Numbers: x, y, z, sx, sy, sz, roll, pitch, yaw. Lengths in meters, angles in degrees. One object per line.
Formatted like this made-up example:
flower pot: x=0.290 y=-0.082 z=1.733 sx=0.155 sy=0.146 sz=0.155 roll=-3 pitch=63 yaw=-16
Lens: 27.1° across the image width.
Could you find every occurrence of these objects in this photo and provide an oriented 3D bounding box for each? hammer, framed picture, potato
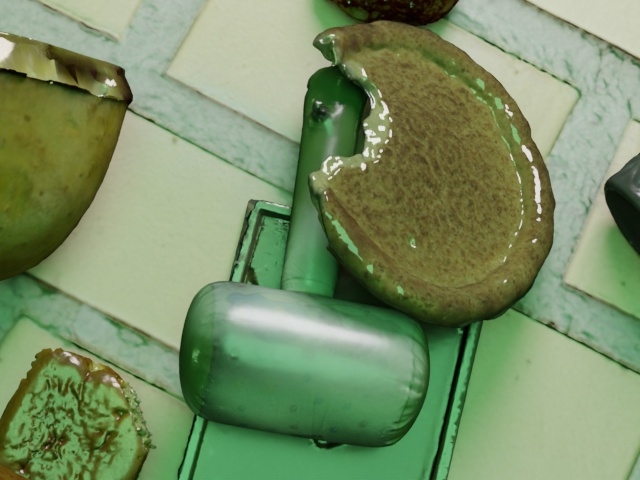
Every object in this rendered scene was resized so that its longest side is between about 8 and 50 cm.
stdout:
hammer: x=0.000 y=0.000 z=1.123 sx=0.206 sy=0.119 sz=0.335 roll=10 pitch=72 yaw=-7
framed picture: x=0.010 y=0.137 z=1.157 sx=0.232 sy=0.024 sz=0.315 roll=15 pitch=79 yaw=-1
potato: x=-0.305 y=-0.065 z=1.079 sx=0.242 sy=0.285 sz=0.242 roll=-3 pitch=85 yaw=33

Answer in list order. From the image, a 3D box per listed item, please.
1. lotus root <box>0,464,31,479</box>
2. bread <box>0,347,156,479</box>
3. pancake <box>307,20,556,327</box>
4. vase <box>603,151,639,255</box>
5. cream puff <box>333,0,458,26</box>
lotus root: x=-0.272 y=0.250 z=1.015 sx=0.314 sy=0.141 sz=0.169 roll=14 pitch=122 yaw=21
bread: x=-0.205 y=0.170 z=1.110 sx=0.128 sy=0.069 sz=0.140 roll=23 pitch=79 yaw=0
pancake: x=0.089 y=-0.068 z=1.133 sx=0.286 sy=0.033 sz=0.288 roll=52 pitch=48 yaw=1
vase: x=0.408 y=-0.081 z=1.181 sx=0.301 sy=0.156 sz=0.251 roll=-33 pitch=108 yaw=-4
cream puff: x=0.067 y=-0.265 z=1.211 sx=0.149 sy=0.084 sz=0.149 roll=1 pitch=77 yaw=-3
